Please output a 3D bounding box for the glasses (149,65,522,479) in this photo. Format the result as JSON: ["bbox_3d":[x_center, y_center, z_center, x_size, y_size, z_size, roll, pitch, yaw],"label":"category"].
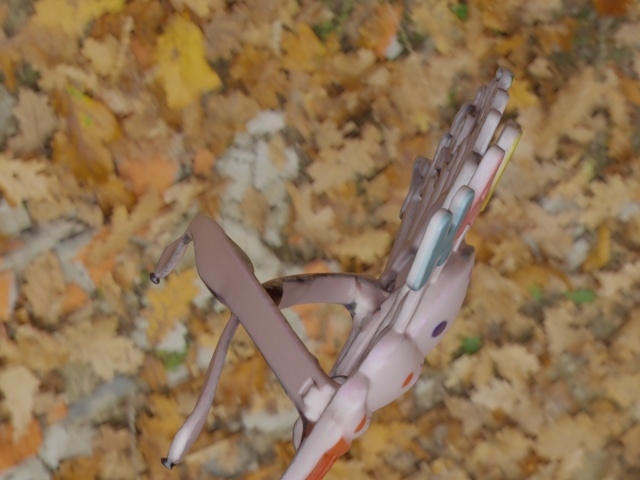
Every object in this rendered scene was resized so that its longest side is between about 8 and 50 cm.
[{"bbox_3d":[0.009,-0.001,0.633,0.095,0.255,0.162,38,101,-4],"label":"glasses"}]
